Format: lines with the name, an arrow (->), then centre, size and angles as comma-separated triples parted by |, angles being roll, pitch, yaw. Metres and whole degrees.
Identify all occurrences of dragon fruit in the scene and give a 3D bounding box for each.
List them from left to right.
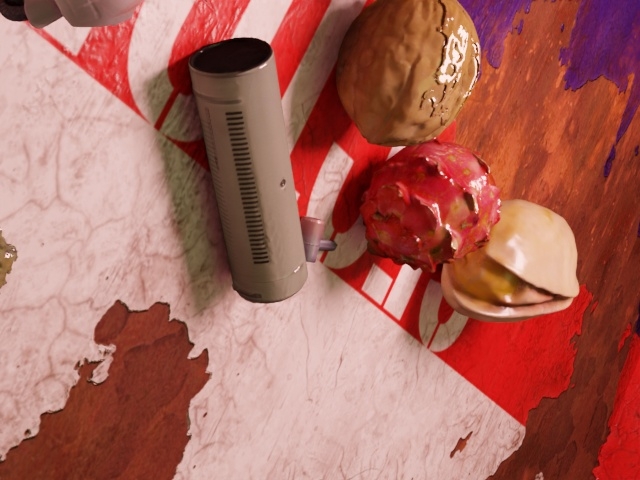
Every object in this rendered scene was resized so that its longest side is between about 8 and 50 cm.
dragon fruit -> 0.184, -0.063, 1.666 | 0.268, 0.205, 0.210 | -19, 113, -46

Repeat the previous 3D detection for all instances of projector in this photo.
projector -> -0.087, -0.083, 1.367 | 0.108, 0.108, 0.338 | -39, 134, -38

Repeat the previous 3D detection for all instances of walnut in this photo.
walnut -> 0.122, -0.245, 1.513 | 0.198, 0.198, 0.245 | 22, 90, -55

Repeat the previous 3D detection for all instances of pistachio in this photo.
pistachio -> 0.345, 0.045, 1.916 | 0.308, 0.229, 0.230 | -13, 115, -56

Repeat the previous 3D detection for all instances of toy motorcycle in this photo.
toy motorcycle -> -0.196, -0.296, 1.066 | 0.260, 0.170, 0.110 | -51, 142, -23

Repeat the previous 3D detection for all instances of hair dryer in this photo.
hair dryer -> 0.000, 0.000, 1.594 | 0.114, 0.037, 0.063 | 8, 98, -63

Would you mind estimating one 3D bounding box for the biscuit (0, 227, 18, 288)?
biscuit -> -0.382, 0.046, 1.102 | 0.144, 0.016, 0.203 | 35, 77, -54
